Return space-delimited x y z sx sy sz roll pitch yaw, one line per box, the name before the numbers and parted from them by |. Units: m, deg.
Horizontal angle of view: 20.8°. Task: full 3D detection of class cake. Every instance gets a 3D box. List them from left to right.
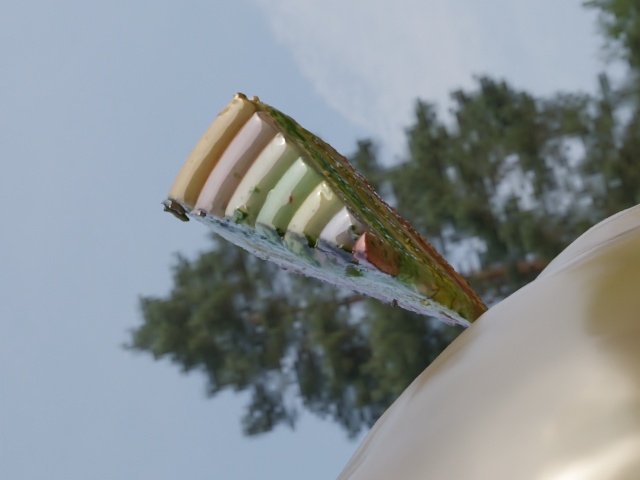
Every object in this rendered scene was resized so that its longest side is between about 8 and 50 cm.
cake | 0.010 -0.019 1.034 0.109 0.225 0.090 33 -98 -39

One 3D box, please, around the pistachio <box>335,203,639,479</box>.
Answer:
pistachio | 0.150 0.140 0.603 0.445 0.365 0.281 45 -142 -69
